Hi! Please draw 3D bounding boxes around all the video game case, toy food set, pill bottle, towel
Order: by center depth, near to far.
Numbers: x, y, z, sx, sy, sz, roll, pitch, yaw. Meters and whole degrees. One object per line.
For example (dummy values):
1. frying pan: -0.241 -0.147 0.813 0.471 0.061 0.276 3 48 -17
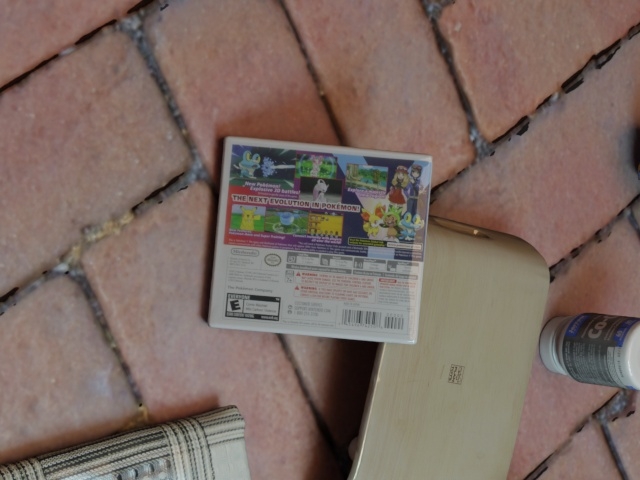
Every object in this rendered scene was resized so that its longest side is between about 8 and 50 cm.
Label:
1. towel: -0.179 0.339 1.685 0.312 0.056 0.324 -11 99 -37
2. video game case: 0.000 0.000 1.767 0.201 0.023 0.183 5 88 -4
3. toy food set: 0.108 0.129 1.888 0.219 0.092 0.306 13 89 -42
4. pill bottle: 0.306 0.118 1.996 0.078 0.137 0.078 -2 94 -38

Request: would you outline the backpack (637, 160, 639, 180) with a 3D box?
1. backpack: 0.436 -0.066 2.083 0.173 0.158 0.117 15 101 -24
